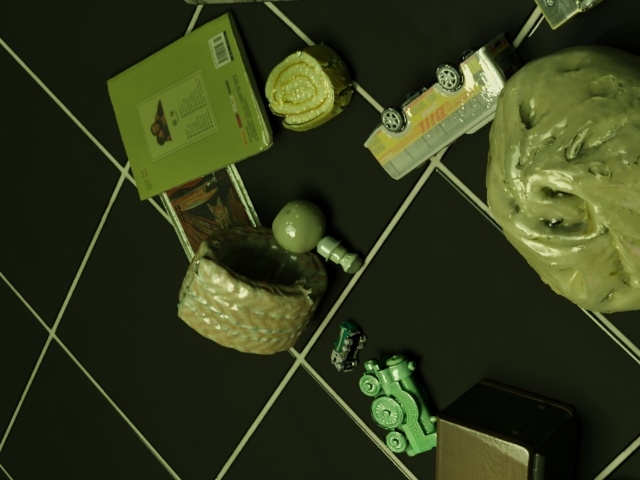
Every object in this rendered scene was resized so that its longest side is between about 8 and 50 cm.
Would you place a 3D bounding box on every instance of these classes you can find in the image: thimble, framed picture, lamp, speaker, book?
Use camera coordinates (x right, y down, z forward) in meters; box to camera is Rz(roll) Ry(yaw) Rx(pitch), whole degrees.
[{"bbox_3d":[-0.111,0.077,1.923,0.229,0.196,0.148,18,122,-14],"label":"thimble"},{"bbox_3d":[-0.203,-0.052,2.081,0.216,0.016,0.273,-24,92,43],"label":"framed picture"},{"bbox_3d":[0.000,0.000,1.901,0.163,0.091,0.091,34,128,3],"label":"lamp"},{"bbox_3d":[0.279,0.362,1.764,0.192,0.153,0.231,14,116,34],"label":"speaker"},{"bbox_3d":[-0.234,-0.227,2.010,0.352,0.035,0.239,-19,88,42],"label":"book"}]

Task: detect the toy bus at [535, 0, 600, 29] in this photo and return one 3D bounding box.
[{"bbox_3d":[0.371,-0.354,1.450,0.226,0.074,0.081,-36,83,42],"label":"toy bus"}]

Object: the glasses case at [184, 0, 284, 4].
[{"bbox_3d":[-0.103,-0.433,1.813,0.299,0.060,0.114,5,111,38],"label":"glasses case"}]

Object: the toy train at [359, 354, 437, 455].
[{"bbox_3d":[0.136,0.270,1.901,0.104,0.071,0.178,-24,93,35],"label":"toy train"}]

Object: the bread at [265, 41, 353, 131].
[{"bbox_3d":[-0.020,-0.240,1.824,0.156,0.064,0.117,-22,89,43],"label":"bread"}]

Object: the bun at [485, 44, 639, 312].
[{"bbox_3d":[0.365,-0.066,1.473,0.326,0.234,0.362,1,115,33],"label":"bun"}]

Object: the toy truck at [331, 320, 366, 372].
[{"bbox_3d":[0.045,0.181,1.960,0.044,0.039,0.083,44,130,39],"label":"toy truck"}]

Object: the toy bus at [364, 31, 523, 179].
[{"bbox_3d":[0.180,-0.190,1.666,0.268,0.092,0.106,-35,93,42],"label":"toy bus"}]
